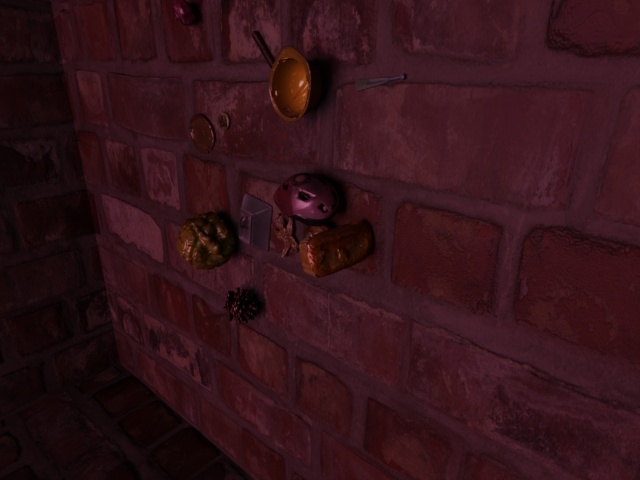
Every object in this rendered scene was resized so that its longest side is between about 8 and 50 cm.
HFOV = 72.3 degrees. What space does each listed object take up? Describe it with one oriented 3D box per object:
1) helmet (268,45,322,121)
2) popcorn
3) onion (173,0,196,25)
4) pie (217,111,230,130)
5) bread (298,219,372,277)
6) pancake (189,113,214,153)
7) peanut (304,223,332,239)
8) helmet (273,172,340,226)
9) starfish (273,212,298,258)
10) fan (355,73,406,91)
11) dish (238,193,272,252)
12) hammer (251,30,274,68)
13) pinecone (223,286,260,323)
[{"bbox_3d":[-0.065,-0.550,1.540,0.205,0.140,0.257,46,137,19],"label":"helmet"},{"bbox_3d":[-0.562,0.006,2.120,0.282,0.282,0.247,39,139,26],"label":"popcorn"},{"bbox_3d":[-0.583,-0.991,1.895,0.104,0.115,0.115,-43,69,-3],"label":"onion"},{"bbox_3d":[-0.437,-0.540,1.976,0.085,0.017,0.085,17,117,37],"label":"pie"},{"bbox_3d":[0.054,0.028,1.554,0.119,0.288,0.152,1,106,53],"label":"bread"},{"bbox_3d":[-0.574,-0.513,2.112,0.199,0.021,0.199,19,119,38],"label":"pancake"},{"bbox_3d":[0.000,0.000,1.714,0.140,0.109,0.159,46,145,34],"label":"peanut"},{"bbox_3d":[-0.047,-0.170,1.615,0.253,0.198,0.154,38,154,12],"label":"helmet"},{"bbox_3d":[-0.155,-0.014,1.891,0.150,0.053,0.209,31,127,36],"label":"starfish"},{"bbox_3d":[0.189,-0.512,1.406,0.193,0.016,0.038,5,107,42],"label":"fan"},{"bbox_3d":[-0.316,-0.071,2.000,0.182,0.080,0.243,28,122,33],"label":"dish"},{"bbox_3d":[-0.188,-0.679,1.687,0.125,0.027,0.297,-37,79,45],"label":"hammer"},{"bbox_3d":[-0.388,0.323,2.165,0.195,0.150,0.179,11,112,40],"label":"pinecone"}]
